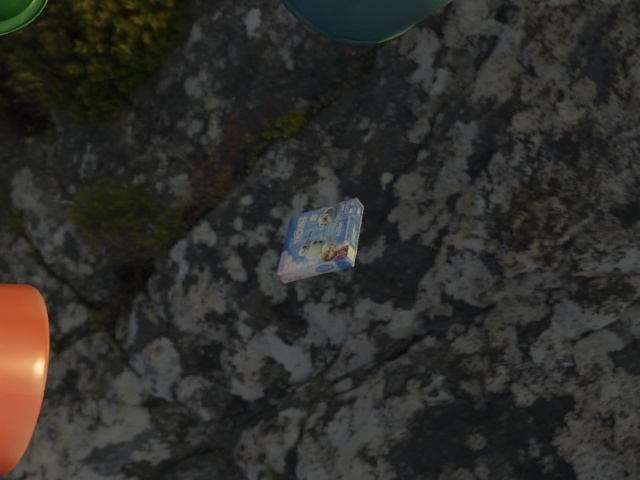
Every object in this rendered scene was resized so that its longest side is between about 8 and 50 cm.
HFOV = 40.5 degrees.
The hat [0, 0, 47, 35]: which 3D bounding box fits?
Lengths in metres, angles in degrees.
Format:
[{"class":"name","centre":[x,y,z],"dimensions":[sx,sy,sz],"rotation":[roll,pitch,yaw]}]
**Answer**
[{"class":"hat","centre":[-0.427,-0.351,1.046],"dimensions":[0.183,0.209,0.172],"rotation":[173,81,-70]}]

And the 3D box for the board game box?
[{"class":"board game box","centre":[0.000,0.000,0.973],"dimensions":[0.090,0.020,0.090],"rotation":[-16,42,28]}]

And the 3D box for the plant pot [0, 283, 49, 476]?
[{"class":"plant pot","centre":[-0.527,0.171,1.152],"dimensions":[0.275,0.243,0.274],"rotation":[-23,60,48]}]

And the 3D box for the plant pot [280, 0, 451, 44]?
[{"class":"plant pot","centre":[0.096,-0.377,0.950],"dimensions":[0.255,0.272,0.271],"rotation":[-2,86,62]}]
